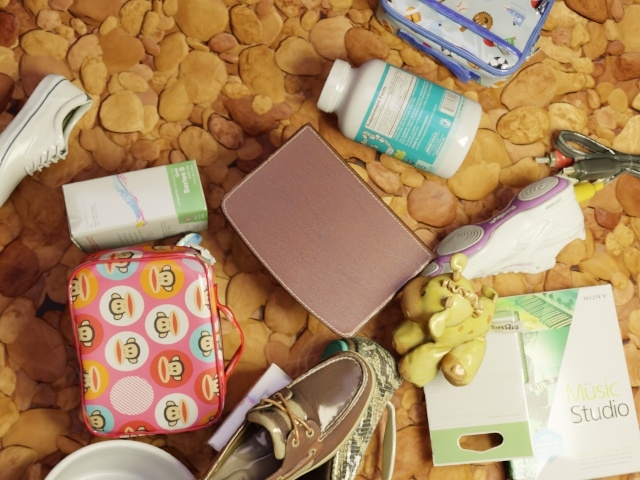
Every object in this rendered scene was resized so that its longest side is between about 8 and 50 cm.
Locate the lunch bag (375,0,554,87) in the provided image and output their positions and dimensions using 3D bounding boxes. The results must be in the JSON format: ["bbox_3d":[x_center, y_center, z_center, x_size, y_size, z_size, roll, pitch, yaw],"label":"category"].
[{"bbox_3d":[0.263,-0.421,1.608,0.303,0.115,0.243,30,79,1],"label":"lunch bag"}]

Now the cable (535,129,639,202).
[{"bbox_3d":[0.525,-0.133,1.625,0.287,0.072,0.139,-3,62,-19],"label":"cable"}]

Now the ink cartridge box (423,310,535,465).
[{"bbox_3d":[0.256,0.241,1.469,0.171,0.056,0.235,-11,80,20],"label":"ink cartridge box"}]

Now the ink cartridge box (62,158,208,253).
[{"bbox_3d":[-0.295,-0.052,1.446,0.213,0.154,0.093,-14,81,-9],"label":"ink cartridge box"}]

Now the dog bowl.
[{"bbox_3d":[-0.299,0.436,1.317,0.265,0.104,0.264,14,49,-17],"label":"dog bowl"}]

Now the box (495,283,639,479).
[{"bbox_3d":[0.407,0.245,1.521,0.232,0.058,0.321,-7,79,-8],"label":"box"}]

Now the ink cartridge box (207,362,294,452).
[{"bbox_3d":[-0.093,0.263,1.429,0.067,0.115,0.198,41,76,1],"label":"ink cartridge box"}]

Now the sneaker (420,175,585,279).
[{"bbox_3d":[0.317,0.022,1.523,0.305,0.114,0.152,-31,114,3],"label":"sneaker"}]

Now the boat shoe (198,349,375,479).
[{"bbox_3d":[-0.056,0.284,1.295,0.342,0.123,0.123,-39,70,-9],"label":"boat shoe"}]

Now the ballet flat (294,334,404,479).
[{"bbox_3d":[0.020,0.391,1.409,0.182,0.164,0.482,28,75,-20],"label":"ballet flat"}]

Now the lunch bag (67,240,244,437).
[{"bbox_3d":[-0.249,0.153,1.396,0.258,0.120,0.293,-4,99,-6],"label":"lunch bag"}]

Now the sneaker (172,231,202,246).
[{"bbox_3d":[-0.234,0.061,1.487,0.073,0.063,0.162,27,86,-11],"label":"sneaker"}]

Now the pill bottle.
[{"bbox_3d":[0.131,-0.218,1.533,0.264,0.146,0.146,23,77,-1],"label":"pill bottle"}]

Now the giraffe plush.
[{"bbox_3d":[0.192,0.116,1.386,0.210,0.170,0.181,-20,54,15],"label":"giraffe plush"}]

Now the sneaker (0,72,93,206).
[{"bbox_3d":[-0.469,-0.157,1.477,0.091,0.094,0.258,26,76,3],"label":"sneaker"}]

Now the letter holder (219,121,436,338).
[{"bbox_3d":[0.000,0.000,1.475,0.214,0.152,0.302,-43,86,-10],"label":"letter holder"}]
